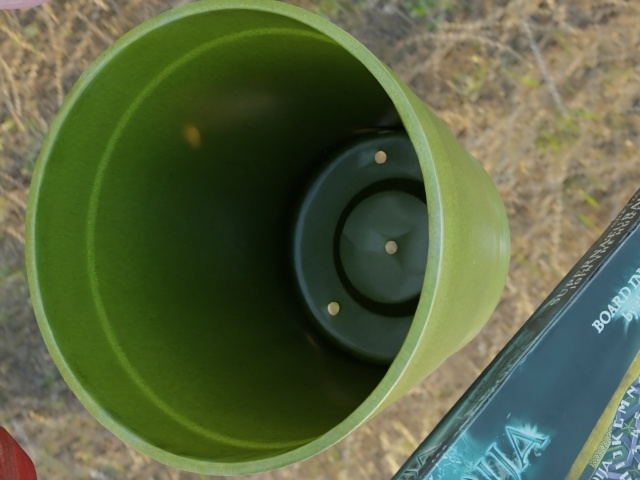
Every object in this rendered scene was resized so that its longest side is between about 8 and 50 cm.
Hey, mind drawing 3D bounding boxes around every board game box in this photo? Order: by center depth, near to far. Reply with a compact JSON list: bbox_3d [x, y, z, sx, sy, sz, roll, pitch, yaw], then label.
[{"bbox_3d":[0.105,0.086,0.543,0.126,0.026,0.186,47,71,-9],"label":"board game box"}]

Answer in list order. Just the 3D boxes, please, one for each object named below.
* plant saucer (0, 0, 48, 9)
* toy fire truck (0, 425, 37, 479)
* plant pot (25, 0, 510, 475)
[{"bbox_3d":[-0.325,-0.254,1.028,0.332,0.332,0.084,21,80,-39],"label":"plant saucer"},{"bbox_3d":[-0.267,0.242,0.740,0.302,0.254,0.169,-22,139,7],"label":"toy fire truck"},{"bbox_3d":[0.000,0.000,1.329,0.366,0.366,0.353,-57,157,14],"label":"plant pot"}]
